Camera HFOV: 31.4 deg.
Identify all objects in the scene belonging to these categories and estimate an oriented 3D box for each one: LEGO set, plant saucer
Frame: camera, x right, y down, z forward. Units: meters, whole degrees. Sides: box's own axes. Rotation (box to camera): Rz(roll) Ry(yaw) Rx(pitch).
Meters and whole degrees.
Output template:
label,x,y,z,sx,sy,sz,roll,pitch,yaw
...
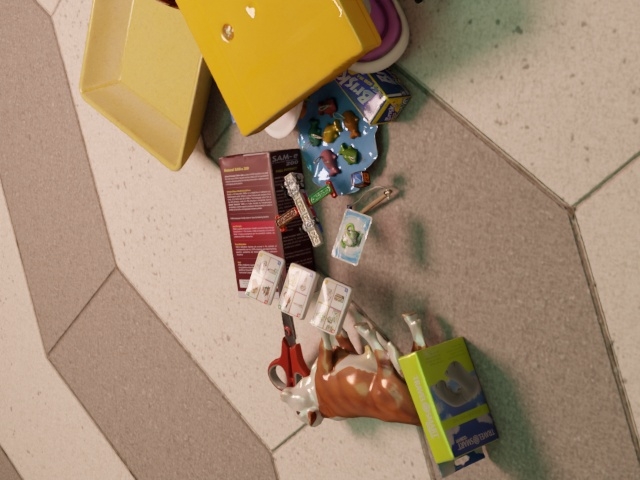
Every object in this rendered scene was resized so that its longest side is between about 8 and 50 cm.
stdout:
label,x,y,z,sx,sy,sz,roll,pitch,yaw
LEGO set,0.000,0.000,1.728,0.182,0.060,0.244,21,97,33
plant saucer,-0.286,-0.339,2.007,0.333,0.081,0.332,38,124,35

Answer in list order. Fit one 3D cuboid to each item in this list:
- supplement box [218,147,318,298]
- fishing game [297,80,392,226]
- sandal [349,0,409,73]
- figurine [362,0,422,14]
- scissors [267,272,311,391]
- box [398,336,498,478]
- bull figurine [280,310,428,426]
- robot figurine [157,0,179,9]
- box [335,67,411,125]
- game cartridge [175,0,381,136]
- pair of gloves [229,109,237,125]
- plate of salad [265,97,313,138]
label,x,y,z,sx,sy,sz,roll,pitch,yaw
supplement box,-0.086,-0.027,1.872,0.130,0.073,0.239,-1,100,46
fishing game,0.018,-0.159,1.754,0.189,0.041,0.264,-35,73,49
sandal,-0.016,-0.424,1.632,0.169,0.102,0.416,-41,76,1
figurine,0.079,-0.411,1.535,0.215,0.092,0.209,-10,99,7
scissors,-0.040,0.163,1.848,0.109,0.021,0.297,36,139,30
box,0.186,0.235,1.617,0.042,0.109,0.178,-27,80,45
bull figurine,0.055,0.204,1.751,0.310,0.101,0.188,-2,104,45
robot figurine,-0.162,-0.444,1.771,0.291,0.085,0.211,10,94,16
box,0.058,-0.250,1.679,0.169,0.054,0.059,54,133,23
game cartridge,-0.076,-0.331,1.597,0.324,0.053,0.285,-27,89,51
pair of gloves,-0.134,-0.294,1.855,0.159,0.023,0.198,-126,41,-56
plate of salad,-0.060,-0.261,1.790,0.200,0.048,0.199,18,111,61
